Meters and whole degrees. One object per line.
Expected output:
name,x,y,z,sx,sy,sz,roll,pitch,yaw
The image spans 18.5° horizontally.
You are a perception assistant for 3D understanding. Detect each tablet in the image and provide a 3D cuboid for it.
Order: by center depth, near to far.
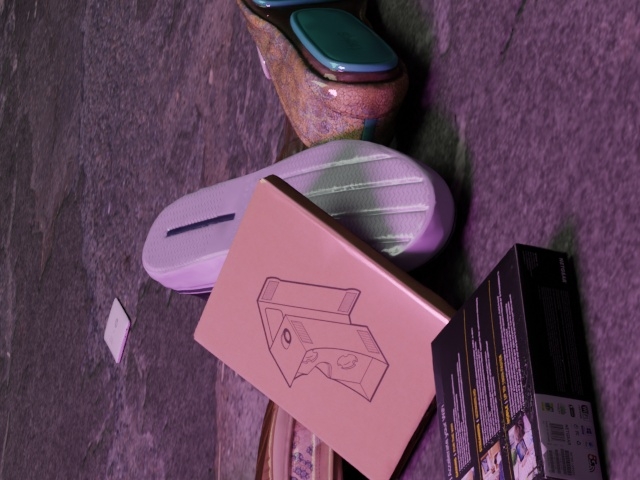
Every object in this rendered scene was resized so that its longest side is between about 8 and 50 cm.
tablet,-0.239,0.105,2.312,0.083,0.006,0.054,-133,57,-64

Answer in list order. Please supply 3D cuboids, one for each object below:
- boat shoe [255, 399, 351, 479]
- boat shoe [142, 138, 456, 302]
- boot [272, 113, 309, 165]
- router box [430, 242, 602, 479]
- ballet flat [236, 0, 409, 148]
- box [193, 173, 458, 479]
boat shoe,-0.006,0.202,1.570,0.104,0.089,0.285,109,168,-67
boat shoe,0.000,0.000,1.602,0.335,0.119,0.121,-4,61,48
boot,-0.029,-0.099,1.828,0.106,0.037,0.114,-24,59,49
router box,0.126,0.111,1.305,0.133,0.046,0.179,126,149,-49
ballet flat,-0.007,-0.167,1.717,0.348,0.123,0.123,-115,41,-57
box,0.006,0.070,1.489,0.201,0.021,0.164,37,124,19
